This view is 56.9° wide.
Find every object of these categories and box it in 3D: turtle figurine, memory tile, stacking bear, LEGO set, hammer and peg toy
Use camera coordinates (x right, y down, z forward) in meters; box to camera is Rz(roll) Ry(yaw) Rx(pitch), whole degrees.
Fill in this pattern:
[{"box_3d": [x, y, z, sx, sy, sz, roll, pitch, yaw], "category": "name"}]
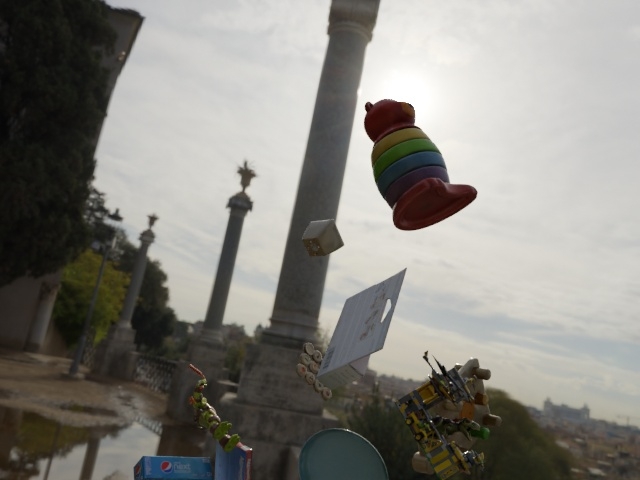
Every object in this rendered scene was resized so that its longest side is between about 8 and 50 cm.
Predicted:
[{"box_3d": [-0.330, 0.509, 1.729, 0.087, 0.269, 0.217, -25, 32, -26], "category": "turtle figurine"}, {"box_3d": [-0.008, 0.369, 1.665, 0.012, 0.113, 0.148, -26, -63, 35], "category": "memory tile"}, {"box_3d": [0.180, -0.182, 1.262, 0.175, 0.289, 0.164, 4, -34, -41], "category": "stacking bear"}, {"box_3d": [0.307, 0.406, 1.354, 0.192, 0.255, 0.331, -32, -30, 1], "category": "LEGO set"}, {"box_3d": [0.422, 0.559, 1.851, 0.127, 0.266, 0.361, 1, 22, 45], "category": "hammer and peg toy"}]

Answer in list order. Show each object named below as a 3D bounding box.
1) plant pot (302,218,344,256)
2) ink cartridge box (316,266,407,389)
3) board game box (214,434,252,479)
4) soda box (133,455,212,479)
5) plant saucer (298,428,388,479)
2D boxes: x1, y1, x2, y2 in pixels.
[{"box_3d": [0.000, 0.000, 2.067, 0.109, 0.096, 0.109, -5, -62, 41], "category": "plant pot"}, {"box_3d": [0.120, 0.217, 1.469, 0.060, 0.275, 0.239, 43, -47, -17], "category": "ink cartridge box"}, {"box_3d": [-0.261, 0.725, 1.740, 0.027, 0.281, 0.145, -3, 11, -45], "category": "board game box"}, {"box_3d": [-0.419, 0.664, 1.682, 0.210, 0.067, 0.071, 17, -53, -34], "category": "soda box"}, {"box_3d": [0.079, 0.769, 1.961, 0.317, 0.318, 0.043, 6, 11, 21], "category": "plant saucer"}]
